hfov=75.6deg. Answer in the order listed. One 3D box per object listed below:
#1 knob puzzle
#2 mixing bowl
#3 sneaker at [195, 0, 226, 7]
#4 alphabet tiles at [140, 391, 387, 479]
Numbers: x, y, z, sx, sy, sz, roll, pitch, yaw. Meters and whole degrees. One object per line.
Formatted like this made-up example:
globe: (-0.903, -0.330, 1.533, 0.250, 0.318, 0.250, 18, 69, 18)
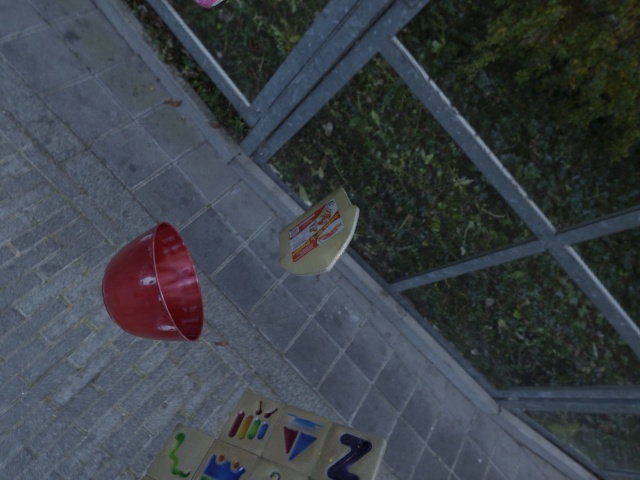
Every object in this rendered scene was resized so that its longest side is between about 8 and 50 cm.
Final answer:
knob puzzle: (0.000, 0.000, 0.794, 0.030, 0.213, 0.213, 45, 52, -34)
mixing bowl: (-0.251, 0.071, 0.606, 0.098, 0.181, 0.181, -15, 81, -3)
sneaker: (-0.101, -0.349, 0.487, 0.063, 0.075, 0.170, 23, 94, -6)
alphabet tiles: (-0.080, 0.295, 0.325, 0.342, 0.285, 0.011, -59, 143, -39)
